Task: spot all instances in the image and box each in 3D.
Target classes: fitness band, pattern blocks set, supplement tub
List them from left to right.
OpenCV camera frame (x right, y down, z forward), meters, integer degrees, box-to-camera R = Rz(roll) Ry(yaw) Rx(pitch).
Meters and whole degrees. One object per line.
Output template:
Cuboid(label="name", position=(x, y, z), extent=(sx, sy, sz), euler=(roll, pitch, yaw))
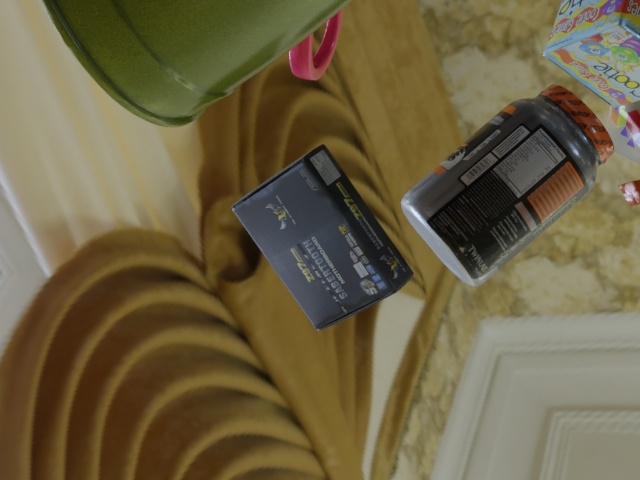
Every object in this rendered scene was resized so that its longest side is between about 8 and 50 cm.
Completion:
Cuboid(label="fitness band", position=(-0.008, -0.456, 2.167), extent=(0.054, 0.290, 0.209), euler=(14, -138, 14))
Cuboid(label="supplement tub", position=(0.302, -0.093, 1.773), extent=(0.316, 0.193, 0.193), euler=(-40, -146, -2))
Cuboid(label="pattern blocks set", position=(0.526, -0.192, 1.784), extent=(0.026, 0.285, 0.325), euler=(-11, -143, -24))

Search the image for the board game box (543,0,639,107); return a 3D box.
Cuboid(label="board game box", position=(0.428, -0.339, 1.462), extent=(0.142, 0.144, 0.275), euler=(-13, -129, 59))

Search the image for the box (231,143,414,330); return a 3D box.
Cuboid(label="box", position=(0.000, 0.000, 1.603), extent=(0.183, 0.232, 0.059), euler=(-29, -174, 45))

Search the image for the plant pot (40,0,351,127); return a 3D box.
Cuboid(label="plant pot", position=(-0.090, -0.365, 1.267), extent=(0.353, 0.366, 0.366), euler=(-21, -148, 23))
